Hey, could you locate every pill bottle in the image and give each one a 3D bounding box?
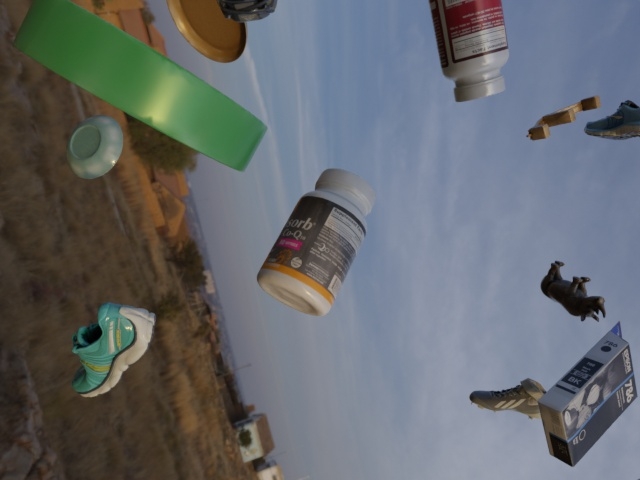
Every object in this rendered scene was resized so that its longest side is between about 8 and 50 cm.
[{"bbox_3d":[0.000,0.000,0.964,0.278,0.162,0.162,-63,-179,-21],"label":"pill bottle"},{"bbox_3d":[0.191,-0.261,0.603,0.086,0.086,0.152,-145,-143,-68],"label":"pill bottle"}]

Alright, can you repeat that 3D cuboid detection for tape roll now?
[{"bbox_3d":[-0.230,-0.206,0.646,0.077,0.321,0.321,-59,-156,5],"label":"tape roll"}]

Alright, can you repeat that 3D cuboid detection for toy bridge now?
[{"bbox_3d":[0.460,-0.236,0.914,0.063,0.188,0.026,5,-59,62],"label":"toy bridge"}]

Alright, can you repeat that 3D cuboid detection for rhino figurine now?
[{"bbox_3d":[0.686,0.146,1.275,0.243,0.073,0.106,-115,-144,-67],"label":"rhino figurine"}]

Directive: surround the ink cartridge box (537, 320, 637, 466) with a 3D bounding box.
[{"bbox_3d":[0.632,0.341,1.074,0.065,0.332,0.165,13,-50,58],"label":"ink cartridge box"}]

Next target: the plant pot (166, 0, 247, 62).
[{"bbox_3d":[-0.267,-0.544,1.127,0.236,0.032,0.236,24,-33,17],"label":"plant pot"}]

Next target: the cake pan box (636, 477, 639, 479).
[{"bbox_3d":[0.413,0.227,0.442,0.267,0.245,0.070,99,-19,-44],"label":"cake pan box"}]

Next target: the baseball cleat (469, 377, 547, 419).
[{"bbox_3d":[0.503,0.404,1.239,0.072,0.205,0.109,-56,153,-72],"label":"baseball cleat"}]

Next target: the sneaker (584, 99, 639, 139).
[{"bbox_3d":[0.620,-0.247,0.963,0.162,0.063,0.073,-162,-102,-69],"label":"sneaker"}]

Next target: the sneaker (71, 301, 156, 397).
[{"bbox_3d":[-0.403,0.195,0.871,0.275,0.110,0.107,-45,-149,31],"label":"sneaker"}]

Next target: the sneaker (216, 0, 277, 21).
[{"bbox_3d":[-0.085,-0.298,0.507,0.300,0.111,0.121,-82,166,-55],"label":"sneaker"}]

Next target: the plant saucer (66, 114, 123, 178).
[{"bbox_3d":[-0.654,-0.273,1.335,0.037,0.195,0.195,37,33,-72],"label":"plant saucer"}]
